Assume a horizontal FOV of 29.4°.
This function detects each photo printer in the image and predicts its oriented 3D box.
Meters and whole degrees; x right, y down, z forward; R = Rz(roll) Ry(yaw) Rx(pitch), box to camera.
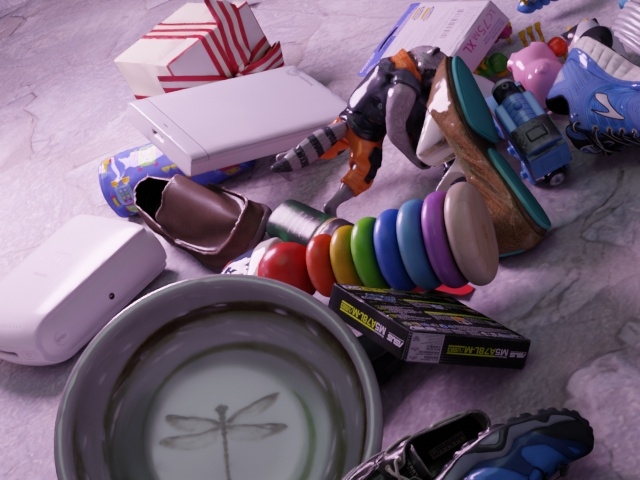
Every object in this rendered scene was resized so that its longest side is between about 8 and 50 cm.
[{"bbox_3d":[-0.447,0.089,2.109,0.256,0.107,0.307,10,47,49],"label":"photo printer"}]

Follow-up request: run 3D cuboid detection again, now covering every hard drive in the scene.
[{"bbox_3d":[-0.136,-0.223,2.193,0.353,0.047,0.233,-17,39,-31],"label":"hard drive"}]

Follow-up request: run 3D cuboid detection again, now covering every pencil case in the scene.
[{"bbox_3d":[-0.269,-0.150,2.312,0.306,0.119,0.133,-21,59,14],"label":"pencil case"}]

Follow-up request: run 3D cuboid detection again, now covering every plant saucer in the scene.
[{"bbox_3d":[-0.119,0.239,1.495,0.400,0.100,0.400,-3,62,6],"label":"plant saucer"}]

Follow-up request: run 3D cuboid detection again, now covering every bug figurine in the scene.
[{"bbox_3d":[0.347,-0.362,2.158,0.216,0.072,0.279,-22,34,25],"label":"bug figurine"}]

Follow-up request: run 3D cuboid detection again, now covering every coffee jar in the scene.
[{"bbox_3d":[0.000,0.000,1.868,0.079,0.096,0.184,-51,33,-11],"label":"coffee jar"}]

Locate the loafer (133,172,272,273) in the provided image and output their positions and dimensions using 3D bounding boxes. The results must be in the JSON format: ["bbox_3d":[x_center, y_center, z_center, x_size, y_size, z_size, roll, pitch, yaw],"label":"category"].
[{"bbox_3d":[-0.217,-0.037,2.054,0.366,0.130,0.134,9,70,54],"label":"loafer"}]

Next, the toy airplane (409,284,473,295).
[{"bbox_3d":[0.137,0.066,1.714,0.151,0.028,0.151,-21,31,13],"label":"toy airplane"}]

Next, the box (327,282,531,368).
[{"bbox_3d":[0.134,0.106,1.523,0.191,0.045,0.184,7,10,-32],"label":"box"}]

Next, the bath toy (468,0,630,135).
[{"bbox_3d":[0.368,-0.278,1.953,0.348,0.129,0.151,-27,-5,2],"label":"bath toy"}]

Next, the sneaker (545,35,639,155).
[{"bbox_3d":[0.444,-0.168,1.745,0.147,0.130,0.330,-53,37,6],"label":"sneaker"}]

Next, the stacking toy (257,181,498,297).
[{"bbox_3d":[0.067,0.026,1.659,0.330,0.141,0.141,-15,32,22],"label":"stacking toy"}]

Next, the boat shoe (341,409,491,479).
[{"bbox_3d":[0.097,0.258,1.373,0.219,0.078,0.070,-34,-14,-13],"label":"boat shoe"}]

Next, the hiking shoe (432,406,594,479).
[{"bbox_3d":[0.169,0.292,1.286,0.304,0.113,0.132,-29,55,-5],"label":"hiking shoe"}]

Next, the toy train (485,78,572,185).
[{"bbox_3d":[0.307,-0.164,1.807,0.080,0.105,0.184,-27,57,2],"label":"toy train"}]

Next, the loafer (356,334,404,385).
[{"bbox_3d":[0.026,0.168,1.600,0.223,0.078,0.076,-33,30,-7],"label":"loafer"}]

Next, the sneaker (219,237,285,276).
[{"bbox_3d":[-0.128,0.148,1.740,0.148,0.131,0.350,-25,26,33],"label":"sneaker"}]

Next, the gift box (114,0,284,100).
[{"bbox_3d":[-0.240,-0.336,2.436,0.258,0.276,0.255,15,56,50],"label":"gift box"}]

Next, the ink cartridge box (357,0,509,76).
[{"bbox_3d":[0.195,-0.342,2.188,0.186,0.065,0.311,-55,26,-5],"label":"ink cartridge box"}]

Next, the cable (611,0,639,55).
[{"bbox_3d":[0.520,-0.248,1.664,0.257,0.257,0.089,41,106,31],"label":"cable"}]

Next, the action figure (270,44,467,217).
[{"bbox_3d":[0.097,-0.173,1.934,0.330,0.178,0.341,-48,32,4],"label":"action figure"}]

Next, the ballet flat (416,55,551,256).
[{"bbox_3d":[0.212,-0.114,1.761,0.124,0.116,0.342,-35,59,22],"label":"ballet flat"}]
